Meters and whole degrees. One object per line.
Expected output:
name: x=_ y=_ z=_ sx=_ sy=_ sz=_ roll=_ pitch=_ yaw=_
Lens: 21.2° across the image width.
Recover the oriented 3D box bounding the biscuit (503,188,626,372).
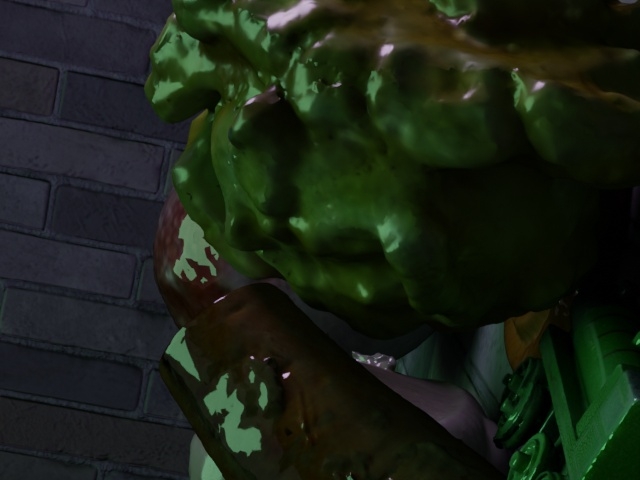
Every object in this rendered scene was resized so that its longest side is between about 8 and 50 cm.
biscuit: x=0.175 y=-0.015 z=1.257 sx=0.262 sy=0.037 sz=0.262 roll=-169 pitch=90 yaw=-85

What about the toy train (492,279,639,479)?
toy train: x=0.159 y=0.100 z=0.966 sx=0.119 sy=0.085 sz=0.251 roll=-60 pitch=7 yaw=17

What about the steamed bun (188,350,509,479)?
steamed bun: x=0.027 y=0.220 z=1.355 sx=0.383 sy=0.236 sz=0.247 roll=-62 pitch=-27 yaw=-85

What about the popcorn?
popcorn: x=0.058 y=-0.068 z=1.069 sx=0.274 sy=0.335 sz=0.279 roll=-44 pitch=-17 yaw=-47

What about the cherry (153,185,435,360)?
cherry: x=0.010 y=-0.009 z=1.678 sx=0.326 sy=0.291 sz=0.335 roll=-47 pitch=-24 yaw=26

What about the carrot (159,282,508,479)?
carrot: x=0.036 y=0.154 z=1.014 sx=0.302 sy=0.139 sz=0.138 roll=47 pitch=143 yaw=27
